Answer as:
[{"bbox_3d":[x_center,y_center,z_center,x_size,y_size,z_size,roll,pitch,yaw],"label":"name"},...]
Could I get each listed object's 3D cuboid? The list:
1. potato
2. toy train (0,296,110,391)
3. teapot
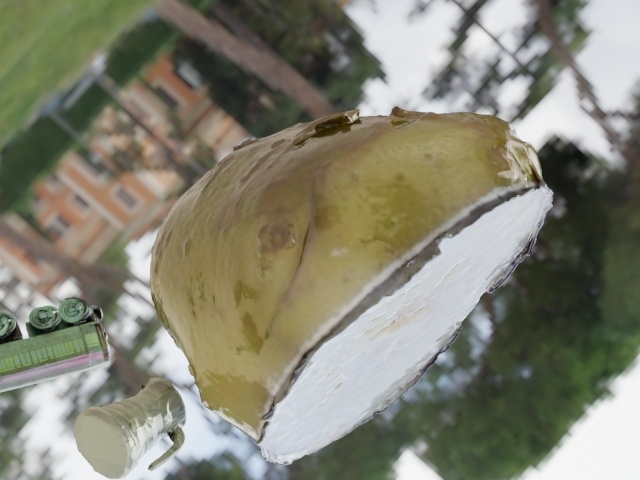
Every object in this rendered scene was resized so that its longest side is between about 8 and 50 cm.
[{"bbox_3d":[0.000,0.000,1.261,0.246,0.196,0.300,-26,160,-43],"label":"potato"},{"bbox_3d":[-0.266,0.097,1.664,0.148,0.071,0.038,-13,161,-14],"label":"toy train"},{"bbox_3d":[-0.132,0.136,1.346,0.083,0.067,0.057,-34,162,-46],"label":"teapot"}]
